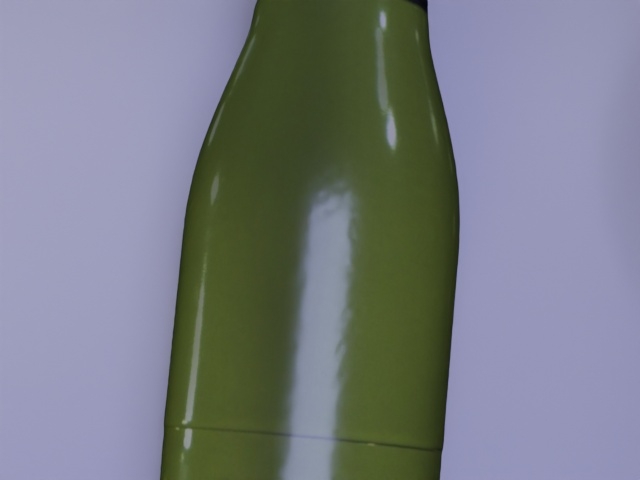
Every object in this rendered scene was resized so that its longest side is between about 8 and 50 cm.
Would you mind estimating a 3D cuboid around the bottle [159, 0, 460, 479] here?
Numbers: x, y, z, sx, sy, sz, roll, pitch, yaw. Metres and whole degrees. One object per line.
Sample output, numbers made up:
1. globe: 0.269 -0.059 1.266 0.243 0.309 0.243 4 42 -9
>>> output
1. bottle: 0.000 0.000 0.678 0.112 0.112 0.260 6 82 -6
